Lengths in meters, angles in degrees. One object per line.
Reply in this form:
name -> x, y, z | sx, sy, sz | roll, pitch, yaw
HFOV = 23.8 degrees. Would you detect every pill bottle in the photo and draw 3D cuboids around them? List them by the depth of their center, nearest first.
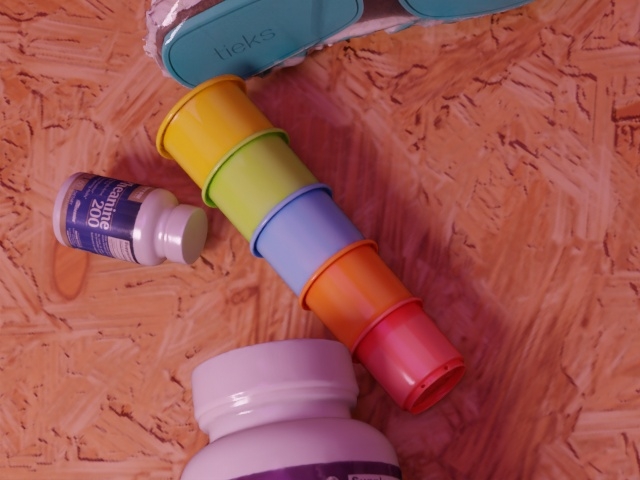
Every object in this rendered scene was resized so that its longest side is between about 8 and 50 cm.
pill bottle -> -0.014, 0.232, 1.115 | 0.169, 0.169, 0.301 | -15, 70, 12
pill bottle -> -0.160, -0.016, 1.287 | 0.120, 0.067, 0.067 | 12, 78, 19

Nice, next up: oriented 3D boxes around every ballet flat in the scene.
ballet flat -> 0.038, -0.246, 1.271 | 0.409, 0.147, 0.147 | -15, 70, 12

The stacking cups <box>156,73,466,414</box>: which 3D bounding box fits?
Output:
stacking cups -> 0.000, 0.000, 1.228 | 0.096, 0.096, 0.316 | -44, 70, 0
